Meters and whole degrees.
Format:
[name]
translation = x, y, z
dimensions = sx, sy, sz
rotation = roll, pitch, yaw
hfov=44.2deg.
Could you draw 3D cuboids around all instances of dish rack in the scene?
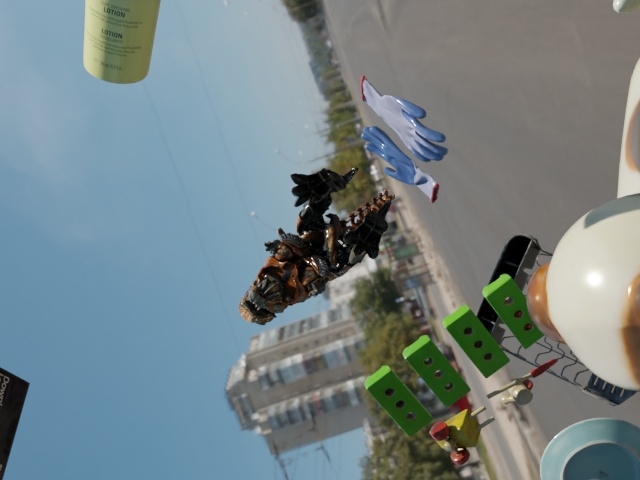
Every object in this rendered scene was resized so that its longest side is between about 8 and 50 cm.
[dish rack]
translation = 0.392, 0.127, 1.245
dimensions = 0.271, 0.208, 0.074
rotation = 24, -176, 35

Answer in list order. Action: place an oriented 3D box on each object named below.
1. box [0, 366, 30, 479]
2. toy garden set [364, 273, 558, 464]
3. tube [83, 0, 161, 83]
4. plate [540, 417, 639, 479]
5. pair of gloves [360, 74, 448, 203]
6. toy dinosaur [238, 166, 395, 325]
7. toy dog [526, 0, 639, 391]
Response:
[box]
translation = -0.324, 0.151, 0.679
dimensions = 0.162, 0.029, 0.116
rotation = 57, -146, -56
[toy garden set]
translation = 0.211, 0.187, 1.108
dimensions = 0.204, 0.244, 0.049
rotation = 50, -175, -23
[tube]
translation = -0.163, -0.248, 0.665
dimensions = 0.062, 0.070, 0.240
rotation = 49, 137, 30
[plate]
translation = 0.446, 0.367, 1.252
dimensions = 0.024, 0.188, 0.188
rotation = -78, -32, -69
[pair of gloves]
translation = 0.114, -0.137, 1.100
dimensions = 0.159, 0.023, 0.198
rotation = 44, 163, 25
[toy dinosaur]
translation = 0.000, 0.000, 1.220
dimensions = 0.322, 0.164, 0.218
rotation = -63, 1, -38
[toy dog]
translation = 0.386, -0.031, 0.754
dimensions = 0.395, 0.408, 0.284
rotation = 45, 161, -25
